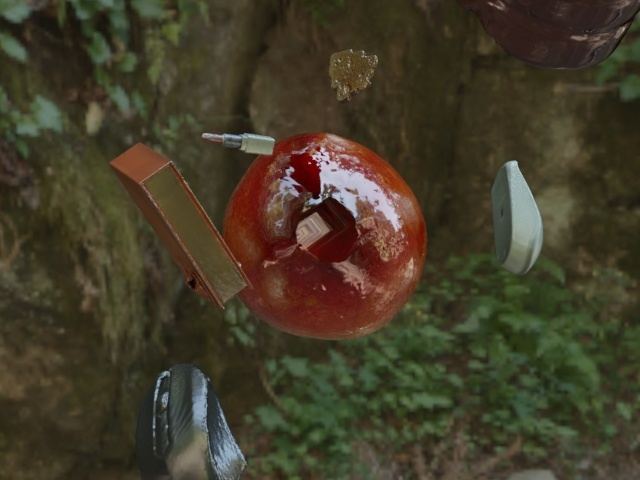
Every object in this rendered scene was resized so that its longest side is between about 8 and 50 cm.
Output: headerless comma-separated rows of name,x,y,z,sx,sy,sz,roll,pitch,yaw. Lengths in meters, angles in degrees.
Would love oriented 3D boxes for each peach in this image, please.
peach,0.000,0.000,1.996,0.388,0.388,0.388,-3,13,1

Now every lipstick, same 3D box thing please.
lipstick,-0.119,-0.141,1.628,0.107,0.025,0.025,5,14,-23

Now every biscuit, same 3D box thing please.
biscuit,0.060,-0.342,2.310,0.019,0.119,0.130,29,18,-49

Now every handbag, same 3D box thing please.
handbag,-0.160,-0.015,1.313,0.062,0.190,0.127,-38,28,-13

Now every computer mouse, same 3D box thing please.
computer mouse,0.384,-0.042,2.222,0.079,0.231,0.128,3,-26,-11
computer mouse,-0.131,0.187,1.057,0.099,0.172,0.057,-34,-34,24

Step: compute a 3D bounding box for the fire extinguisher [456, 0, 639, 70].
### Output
fire extinguisher,0.166,-0.234,0.552,0.135,0.337,0.114,-29,68,-34
